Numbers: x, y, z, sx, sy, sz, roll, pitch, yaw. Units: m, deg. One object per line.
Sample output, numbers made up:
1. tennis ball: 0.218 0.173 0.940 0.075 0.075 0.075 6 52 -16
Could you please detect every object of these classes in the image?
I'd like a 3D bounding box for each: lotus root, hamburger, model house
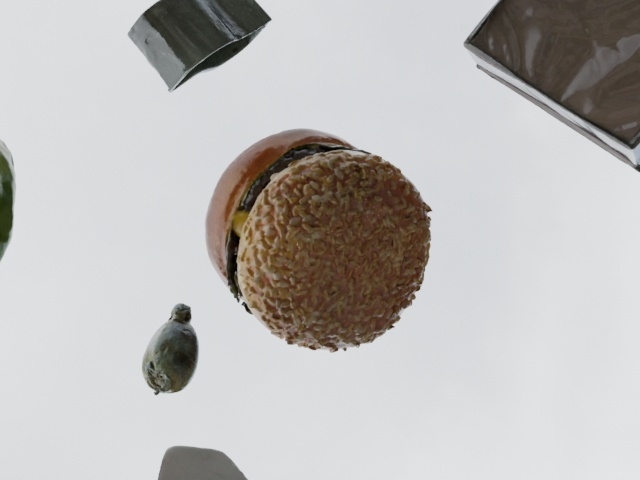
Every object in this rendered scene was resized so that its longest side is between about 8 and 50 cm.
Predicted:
1. lotus root: -0.228 0.172 1.965 0.165 0.088 0.088 -82 -26 -45
2. hamburger: 0.000 0.000 1.960 0.330 0.250 0.330 -16 -59 -28
3. model house: -0.196 0.500 2.176 0.220 0.199 0.229 -67 -18 -56

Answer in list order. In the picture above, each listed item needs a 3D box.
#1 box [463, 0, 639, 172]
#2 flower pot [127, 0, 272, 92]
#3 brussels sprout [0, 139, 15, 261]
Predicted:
1. box: 0.327 -0.226 1.515 0.188 0.252 0.153 -53 -16 4
2. flower pot: -0.179 -0.309 1.865 0.108 0.103 0.229 50 -145 0
3. brussels sprout: -0.499 -0.053 1.542 0.227 0.259 0.294 59 -151 -52
